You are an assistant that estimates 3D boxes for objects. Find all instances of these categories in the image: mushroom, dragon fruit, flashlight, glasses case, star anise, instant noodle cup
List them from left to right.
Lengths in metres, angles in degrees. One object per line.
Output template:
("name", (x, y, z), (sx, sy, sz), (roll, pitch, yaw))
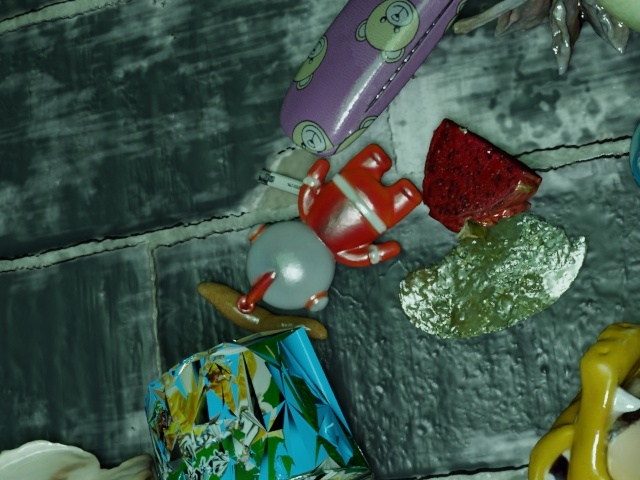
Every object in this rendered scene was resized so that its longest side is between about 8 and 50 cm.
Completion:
("mushroom", (-0.301, 0.340, 1.308), (0.236, 0.173, 0.162), (-14, 28, -19))
("instant noodle cup", (-0.076, 0.217, 1.195), (0.240, 0.240, 0.178), (-30, 64, 12))
("flashlight", (-0.034, -0.065, 1.331), (0.083, 0.018, 0.018), (19, 89, 22))
("glasses case", (0.070, -0.234, 1.282), (0.316, 0.076, 0.123), (-52, 43, 5))
("dragon fruit", (0.174, -0.054, 1.226), (0.162, 0.083, 0.106), (41, 106, 47))
("star anise", (0.265, -0.281, 1.227), (0.231, 0.089, 0.209), (-43, 61, -5))

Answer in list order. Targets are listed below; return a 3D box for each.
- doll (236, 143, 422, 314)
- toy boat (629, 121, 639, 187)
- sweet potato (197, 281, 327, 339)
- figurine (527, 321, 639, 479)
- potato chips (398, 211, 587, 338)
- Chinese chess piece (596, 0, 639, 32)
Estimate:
("doll", (0.000, 0.000, 1.277), (0.245, 0.076, 0.142), (-43, 79, 3))
("toy boat", (0.441, -0.156, 1.143), (0.299, 0.092, 0.134), (-45, 72, 6))
("sweet potato", (-0.075, 0.087, 1.308), (0.179, 0.044, 0.044), (21, 88, 25))
("figurine", (0.363, 0.285, 0.996), (0.387, 0.268, 0.401), (28, 95, 19))
("potato chips", (0.188, 0.034, 1.232), (0.209, 0.026, 0.142), (-4, 77, 19))
("Chinese chess piece", (0.368, -0.319, 1.150), (0.238, 0.092, 0.237), (3, 70, -7))
